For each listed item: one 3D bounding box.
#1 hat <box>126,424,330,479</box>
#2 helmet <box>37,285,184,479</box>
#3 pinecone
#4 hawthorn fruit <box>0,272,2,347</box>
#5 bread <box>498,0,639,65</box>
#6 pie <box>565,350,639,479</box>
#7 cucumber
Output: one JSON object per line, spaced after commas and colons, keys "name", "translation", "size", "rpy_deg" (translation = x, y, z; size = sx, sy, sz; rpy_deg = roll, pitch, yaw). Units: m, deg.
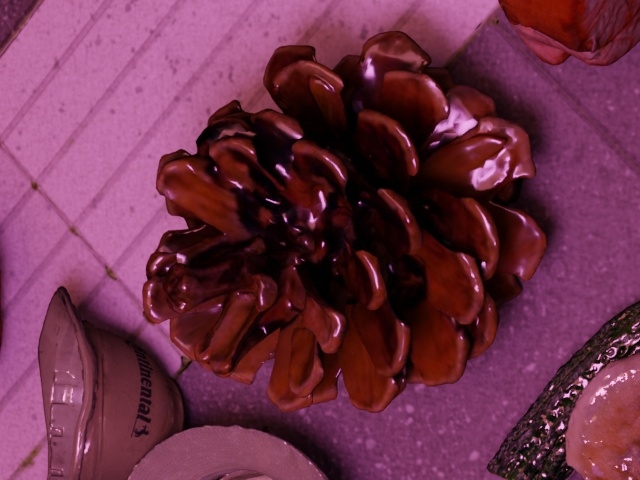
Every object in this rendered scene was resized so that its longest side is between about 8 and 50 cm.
{"name": "hat", "translation": [-0.072, 0.302, 2.018], "size": [0.257, 0.130, 0.257], "rpy_deg": [1, 93, 17]}
{"name": "helmet", "translation": [-0.213, 0.179, 2.082], "size": [0.204, 0.137, 0.257], "rpy_deg": [124, 145, -57]}
{"name": "pinecone", "translation": [0.000, 0.000, 1.829], "size": [0.384, 0.384, 0.384], "rpy_deg": [3, 96, 27]}
{"name": "hawthorn fruit", "translation": [-0.480, 0.072, 2.137], "size": [0.284, 0.284, 0.284], "rpy_deg": [3, 96, 27]}
{"name": "bread", "translation": [0.252, -0.301, 1.689], "size": [0.114, 0.327, 0.295], "rpy_deg": [30, 91, 19]}
{"name": "pie", "translation": [0.337, 0.182, 1.811], "size": [0.218, 0.052, 0.185], "rpy_deg": [29, 109, 1]}
{"name": "cucumber", "translation": [0.252, 0.145, 1.876], "size": [0.077, 0.077, 0.265], "rpy_deg": [42, 110, 18]}
